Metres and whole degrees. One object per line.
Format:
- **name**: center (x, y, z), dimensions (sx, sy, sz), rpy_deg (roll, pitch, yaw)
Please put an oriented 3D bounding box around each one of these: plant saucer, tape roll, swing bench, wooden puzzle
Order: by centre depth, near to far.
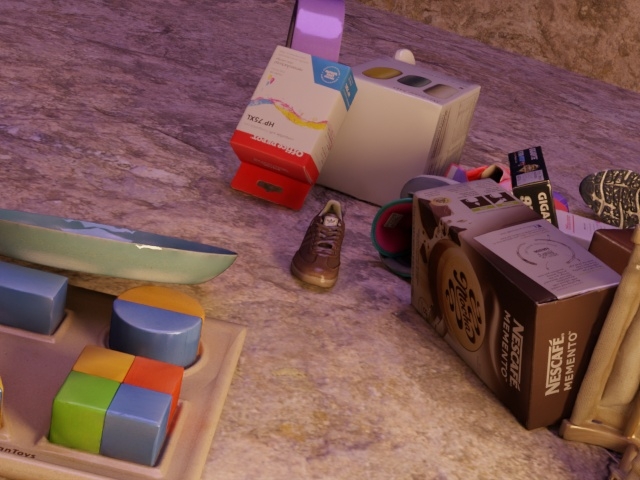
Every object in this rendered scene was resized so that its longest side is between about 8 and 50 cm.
- **swing bench**: center (0.350, 0.156, 0.927), dimensions (0.165, 0.253, 0.255), rpy_deg (15, 22, 3)
- **wooden puzzle**: center (-0.246, 0.106, 0.937), dimensions (0.322, 0.080, 0.348), rpy_deg (13, 21, 0)
- **plant saucer**: center (-0.253, 0.007, 1.117), dimensions (0.317, 0.044, 0.317), rpy_deg (10, 2, 0)
- **tape roll**: center (-0.026, -0.326, 1.868), dimensions (0.090, 0.275, 0.275), rpy_deg (10, 22, -7)

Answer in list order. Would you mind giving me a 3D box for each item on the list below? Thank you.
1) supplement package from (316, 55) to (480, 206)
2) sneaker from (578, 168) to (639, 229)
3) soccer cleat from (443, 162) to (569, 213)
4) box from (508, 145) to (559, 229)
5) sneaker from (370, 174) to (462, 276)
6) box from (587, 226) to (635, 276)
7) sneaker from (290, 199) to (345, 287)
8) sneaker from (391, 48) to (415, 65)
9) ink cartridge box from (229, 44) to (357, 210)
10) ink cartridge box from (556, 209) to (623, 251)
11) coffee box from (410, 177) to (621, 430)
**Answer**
- **supplement package**: center (0.135, -0.191, 1.733), dimensions (0.199, 0.198, 0.262), rpy_deg (20, 23, 17)
- **sneaker**: center (0.617, -0.067, 1.878), dimensions (0.283, 0.110, 0.122), rpy_deg (13, 4, -8)
- **soccer cleat**: center (0.317, -0.073, 1.657), dimensions (0.318, 0.116, 0.108), rpy_deg (-4, 28, -37)
- **box**: center (0.299, 0.001, 1.333), dimensions (0.051, 0.220, 0.175), rpy_deg (-11, 17, 13)
- **sneaker**: center (0.146, -0.025, 1.448), dimensions (0.178, 0.124, 0.295), rpy_deg (12, 21, -29)
- **box**: center (0.531, 0.119, 1.284), dimensions (0.191, 0.143, 0.381), rpy_deg (-1, 27, -31)
- **sneaker**: center (0.000, 0.000, 1.354), dimensions (0.066, 0.071, 0.188), rpy_deg (12, 21, -2)
- **sneaker**: center (0.123, -0.276, 1.922), dimensions (0.094, 0.212, 0.080), rpy_deg (25, 31, 30)
- **ink cartridge box**: center (-0.049, -0.178, 1.557), dimensions (0.134, 0.231, 0.078), rpy_deg (19, -15, 17)
- **ink cartridge box**: center (0.429, 0.013, 1.579), dimensions (0.198, 0.067, 0.115), rpy_deg (18, 22, 8)
- **coffee box**: center (0.222, 0.063, 1.170), dimensions (0.119, 0.168, 0.297), rpy_deg (-11, 28, -18)
